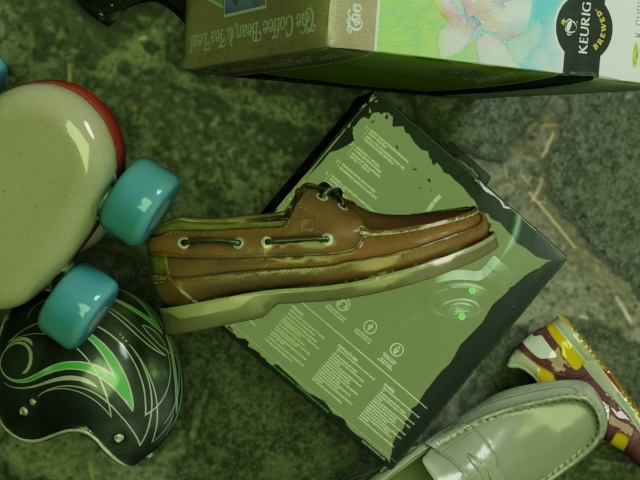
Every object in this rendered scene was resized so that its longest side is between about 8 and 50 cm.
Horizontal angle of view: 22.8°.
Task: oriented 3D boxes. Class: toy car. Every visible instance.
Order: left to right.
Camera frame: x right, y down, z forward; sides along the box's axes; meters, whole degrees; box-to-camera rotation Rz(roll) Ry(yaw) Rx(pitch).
[{"bbox_3d":[-0.236,-0.054,1.423,0.219,0.238,0.210,33,106,3],"label":"toy car"}]

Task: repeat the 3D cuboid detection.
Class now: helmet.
[{"bbox_3d":[-0.207,0.124,1.472,0.161,0.169,0.169,0,92,9],"label":"helmet"}]

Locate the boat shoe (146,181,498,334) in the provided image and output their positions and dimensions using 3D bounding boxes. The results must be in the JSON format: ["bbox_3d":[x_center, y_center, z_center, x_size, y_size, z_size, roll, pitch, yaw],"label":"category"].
[{"bbox_3d":[0.000,0.000,1.387,0.307,0.111,0.104,-13,93,-5],"label":"boat shoe"}]

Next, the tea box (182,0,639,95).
[{"bbox_3d":[0.085,-0.244,1.377,0.323,0.329,0.220,2,92,-25],"label":"tea box"}]

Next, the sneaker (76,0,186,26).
[{"bbox_3d":[-0.222,-0.268,1.487,0.283,0.107,0.124,8,96,-8],"label":"sneaker"}]

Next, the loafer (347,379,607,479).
[{"bbox_3d":[0.131,0.234,1.519,0.319,0.111,0.112,-30,96,6],"label":"loafer"}]

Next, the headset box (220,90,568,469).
[{"bbox_3d":[0.057,0.028,1.516,0.246,0.131,0.283,40,87,-6],"label":"headset box"}]

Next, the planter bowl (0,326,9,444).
[{"bbox_3d":[-0.360,0.142,1.479,0.162,0.109,0.162,0,91,-7],"label":"planter bowl"}]

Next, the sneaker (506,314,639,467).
[{"bbox_3d":[0.264,0.167,1.586,0.084,0.069,0.185,-37,93,9],"label":"sneaker"}]
